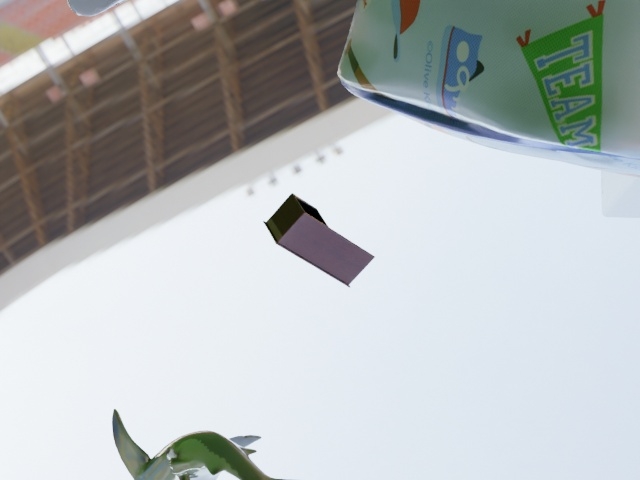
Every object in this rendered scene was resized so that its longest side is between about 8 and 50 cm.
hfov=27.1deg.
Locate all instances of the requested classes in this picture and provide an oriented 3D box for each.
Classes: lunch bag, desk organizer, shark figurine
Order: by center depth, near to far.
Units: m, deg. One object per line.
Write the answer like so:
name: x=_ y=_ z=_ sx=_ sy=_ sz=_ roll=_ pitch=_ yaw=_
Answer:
lunch bag: x=0.178 y=-0.072 z=0.555 sx=0.303 sy=0.115 sz=0.243 roll=7 pitch=-171 yaw=-29
shark figurine: x=-0.082 y=0.198 z=1.149 sx=0.116 sy=0.166 sz=0.278 roll=-15 pitch=172 yaw=-36
desk organizer: x=0.000 y=0.000 z=1.560 sx=0.050 sy=0.130 sz=0.047 roll=-47 pitch=-140 yaw=13

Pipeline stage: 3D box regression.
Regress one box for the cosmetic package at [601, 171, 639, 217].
cosmetic package: x=0.335 y=-0.146 z=1.139 sx=0.161 sy=0.230 sz=0.453 roll=1 pitch=176 yaw=9

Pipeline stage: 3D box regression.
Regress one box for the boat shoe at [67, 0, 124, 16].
boat shoe: x=-0.173 y=-0.254 z=1.251 sx=0.142 sy=0.049 sz=0.040 roll=-24 pitch=-165 yaw=2
